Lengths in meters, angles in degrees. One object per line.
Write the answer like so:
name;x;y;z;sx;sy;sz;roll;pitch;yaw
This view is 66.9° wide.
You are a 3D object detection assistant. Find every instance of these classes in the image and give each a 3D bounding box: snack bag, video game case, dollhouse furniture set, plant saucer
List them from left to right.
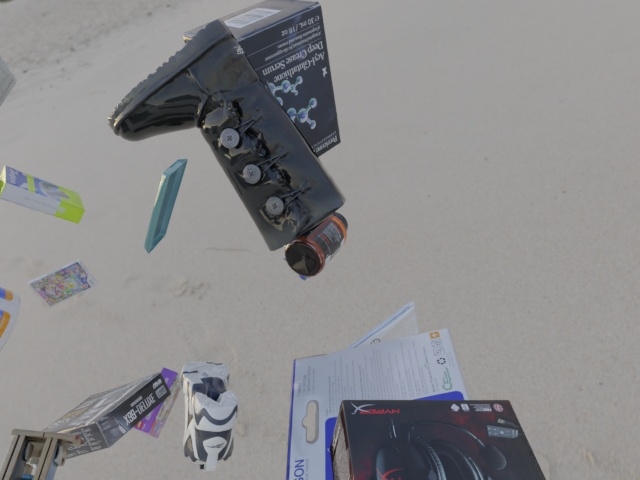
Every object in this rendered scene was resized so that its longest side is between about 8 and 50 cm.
dollhouse furniture set;-0.581;0.491;1.025;0.128;0.184;0.130;9;54;-9
video game case;-0.606;0.102;1.146;0.121;0.087;0.011;-26;44;-12
plant saucer;-0.282;-0.061;0.871;0.192;0.018;0.067;-59;5;37
snack bag;0.128;0.350;1.150;0.323;0.343;0.037;-32;39;-20

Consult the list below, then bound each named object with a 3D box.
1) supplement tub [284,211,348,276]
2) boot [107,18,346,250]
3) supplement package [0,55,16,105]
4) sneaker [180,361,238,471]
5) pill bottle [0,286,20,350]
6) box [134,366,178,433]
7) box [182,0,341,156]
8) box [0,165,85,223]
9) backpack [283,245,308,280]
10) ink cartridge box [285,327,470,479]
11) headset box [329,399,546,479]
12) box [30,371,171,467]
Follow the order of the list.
supplement tub;0.000;0.000;1.204;0.105;0.106;0.198;-5;25;32
boot;-0.203;-0.169;1.050;0.366;0.445;0.146;-29;16;29
supplement package;-0.835;-0.392;1.067;0.203;0.194;0.149;129;162;-70
sneaker;-0.207;0.320;0.873;0.093;0.153;0.235;7;5;-28
pill bottle;-0.705;0.115;0.853;0.152;0.272;0.153;-23;50;30
box;-0.551;0.564;1.664;0.057;0.293;0.201;22;62;-2
box;-0.138;-0.395;1.302;0.211;0.396;0.293;27;53;37
box;-0.608;-0.100;1.038;0.043;0.178;0.109;-58;41;8
backpack;-0.051;0.015;1.489;0.117;0.173;0.158;-43;2;28
ink cartridge box;0.100;0.299;0.817;0.306;0.072;0.304;-16;32;11
headset box;0.136;0.318;0.496;0.217;0.110;0.293;3;36;-8
box;-0.599;0.483;1.311;0.307;0.077;0.242;-23;5;25
